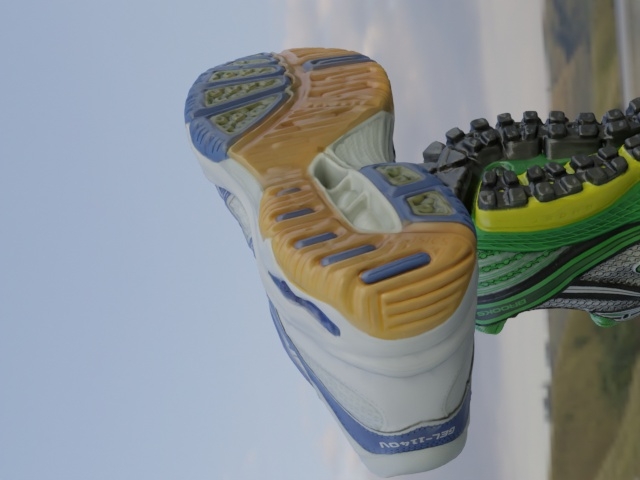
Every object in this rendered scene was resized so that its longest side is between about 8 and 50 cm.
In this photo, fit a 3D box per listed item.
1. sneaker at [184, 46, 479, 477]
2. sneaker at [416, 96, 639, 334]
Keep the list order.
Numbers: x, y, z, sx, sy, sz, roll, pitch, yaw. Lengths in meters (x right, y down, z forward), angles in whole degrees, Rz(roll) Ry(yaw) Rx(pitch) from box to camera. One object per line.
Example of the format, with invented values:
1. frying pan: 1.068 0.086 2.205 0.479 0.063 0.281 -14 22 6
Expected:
1. sneaker: 0.000 0.000 0.684 0.296 0.112 0.131 -109 9 -58
2. sneaker: 0.239 -0.025 0.948 0.134 0.343 0.146 -96 -4 -53
